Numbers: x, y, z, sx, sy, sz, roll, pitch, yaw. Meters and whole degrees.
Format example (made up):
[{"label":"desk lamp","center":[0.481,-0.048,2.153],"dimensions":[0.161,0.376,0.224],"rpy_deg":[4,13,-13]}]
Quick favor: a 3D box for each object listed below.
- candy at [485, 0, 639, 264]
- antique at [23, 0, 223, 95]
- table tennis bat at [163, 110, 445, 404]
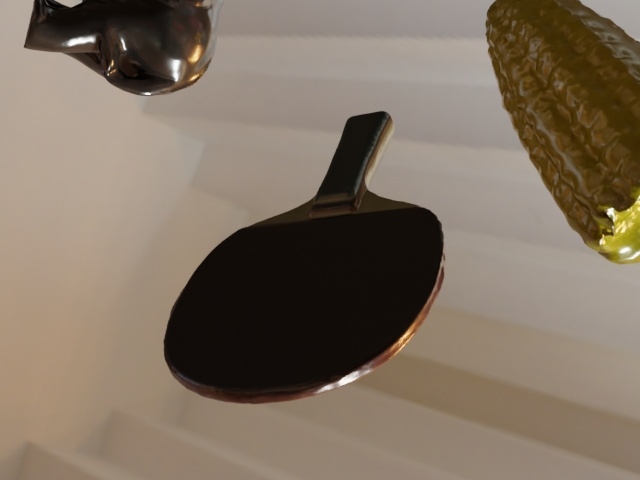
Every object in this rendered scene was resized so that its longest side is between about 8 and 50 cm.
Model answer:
[{"label":"candy","center":[0.160,-0.085,0.749],"dimensions":[0.106,0.094,0.199],"rpy_deg":[-6,-130,-29]},{"label":"antique","center":[-0.248,-0.324,1.670],"dimensions":[0.255,0.322,0.185],"rpy_deg":[11,147,-13]},{"label":"table tennis bat","center":[0.000,0.000,0.794],"dimensions":[0.173,0.301,0.022],"rpy_deg":[-6,122,19]}]
